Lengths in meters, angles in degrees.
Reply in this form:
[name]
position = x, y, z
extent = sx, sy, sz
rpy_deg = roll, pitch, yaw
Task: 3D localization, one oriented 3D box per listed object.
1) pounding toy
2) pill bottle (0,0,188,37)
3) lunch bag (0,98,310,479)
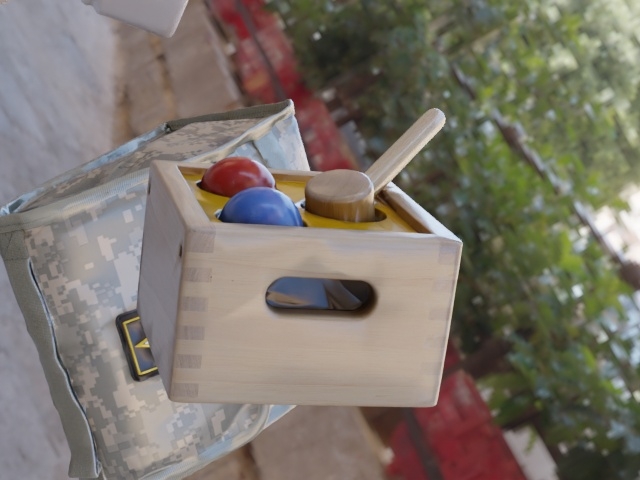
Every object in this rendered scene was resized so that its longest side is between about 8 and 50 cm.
[pounding toy]
position = 0.000, 0.000, 0.585
extent = 0.130, 0.141, 0.100
rpy_deg = -130, -135, -68
[pill bottle]
position = -0.162, -0.179, 0.513
extent = 0.272, 0.152, 0.152
rpy_deg = 22, 12, -10
[lunch bag]
position = -0.115, 0.042, 1.077
extent = 0.287, 0.168, 0.235
rpy_deg = -37, 116, -52
